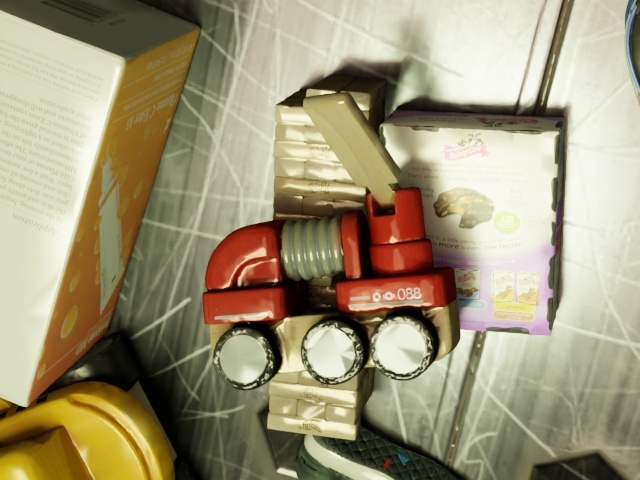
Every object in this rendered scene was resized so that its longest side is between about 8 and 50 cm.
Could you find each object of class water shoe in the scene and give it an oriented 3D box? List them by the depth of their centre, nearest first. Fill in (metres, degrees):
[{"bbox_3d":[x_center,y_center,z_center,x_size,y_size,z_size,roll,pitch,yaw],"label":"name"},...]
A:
[{"bbox_3d":[0.069,0.252,1.513,0.203,0.073,0.080,34,133,7],"label":"water shoe"}]

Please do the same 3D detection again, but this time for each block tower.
[{"bbox_3d":[0.006,0.015,1.438,0.091,0.097,0.335,6,105,12],"label":"block tower"}]

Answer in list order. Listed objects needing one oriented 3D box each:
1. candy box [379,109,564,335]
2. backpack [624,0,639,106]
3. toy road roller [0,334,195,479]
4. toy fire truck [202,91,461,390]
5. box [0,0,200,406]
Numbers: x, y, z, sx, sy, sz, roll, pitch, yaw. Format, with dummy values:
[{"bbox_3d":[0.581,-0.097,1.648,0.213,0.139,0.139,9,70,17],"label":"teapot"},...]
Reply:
[{"bbox_3d":[0.140,-0.018,1.405,0.165,0.070,0.196,4,107,13],"label":"candy box"},{"bbox_3d":[0.380,-0.147,1.236,0.276,0.213,0.263,-30,105,14],"label":"backpack"},{"bbox_3d":[-0.301,0.251,1.502,0.330,0.240,0.202,-23,99,19],"label":"toy road roller"},{"bbox_3d":[0.000,0.000,1.319,0.217,0.158,0.246,-5,92,15],"label":"toy fire truck"},{"bbox_3d":[-0.266,-0.057,1.418,0.168,0.215,0.345,22,110,7],"label":"box"}]
